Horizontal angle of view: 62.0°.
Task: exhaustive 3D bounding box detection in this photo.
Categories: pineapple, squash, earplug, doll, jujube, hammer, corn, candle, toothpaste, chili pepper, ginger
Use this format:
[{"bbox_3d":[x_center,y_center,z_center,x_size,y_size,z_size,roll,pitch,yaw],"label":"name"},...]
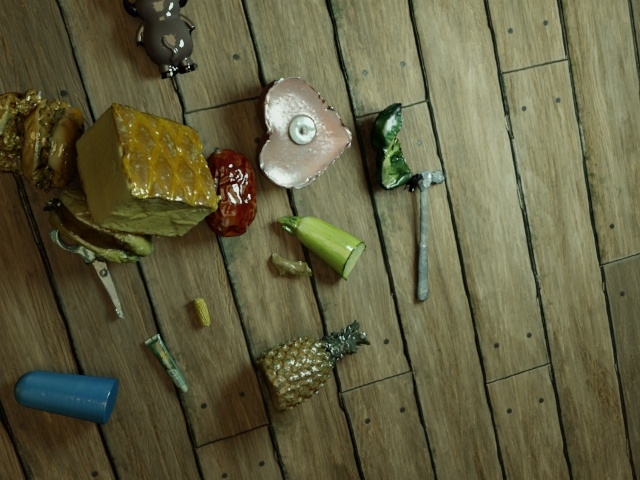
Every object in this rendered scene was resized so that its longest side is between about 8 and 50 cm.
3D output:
[{"bbox_3d":[-0.015,0.368,1.643,0.362,0.202,0.202,-25,101,-13],"label":"pineapple"},{"bbox_3d":[0.010,-0.009,1.628,0.287,0.137,0.137,37,90,-10],"label":"squash"},{"bbox_3d":[-0.749,0.449,1.558,0.273,0.132,0.132,12,95,-8],"label":"earplug"},{"bbox_3d":[-0.431,-0.590,1.481,0.182,0.117,0.257,-18,100,-9],"label":"doll"},{"bbox_3d":[-0.268,-0.137,1.538,0.174,0.174,0.250,0,98,-10],"label":"jujube"},{"bbox_3d":[0.337,-0.011,1.711,0.152,0.044,0.427,-14,107,-35],"label":"hammer"},{"bbox_3d":[-0.364,0.219,1.636,0.037,0.037,0.092,-16,98,-7],"label":"corn"},{"bbox_3d":[-0.055,-0.321,1.580,0.287,0.131,0.317,-4,107,-16],"label":"candle"},{"bbox_3d":[-0.468,0.384,1.643,0.049,0.031,0.204,-31,99,-6],"label":"toothpaste"},{"bbox_3d":[0.207,-0.287,1.622,0.148,0.116,0.265,-30,127,-29],"label":"chili pepper"},{"bbox_3d":[-0.091,0.084,1.665,0.137,0.044,0.057,16,124,-5],"label":"ginger"}]

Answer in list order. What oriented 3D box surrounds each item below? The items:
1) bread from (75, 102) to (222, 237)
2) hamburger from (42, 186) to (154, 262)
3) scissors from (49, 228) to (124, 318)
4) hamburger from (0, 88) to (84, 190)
[{"bbox_3d":[-0.450,-0.169,1.390,0.207,0.279,0.279,-29,73,30],"label":"bread"},{"bbox_3d":[-0.597,-0.042,1.454,0.309,0.211,0.132,32,91,-17],"label":"hamburger"},{"bbox_3d":[-0.651,0.068,1.568,0.191,0.029,0.360,-21,97,-8],"label":"scissors"},{"bbox_3d":[-0.746,-0.251,1.411,0.211,0.245,0.261,10,55,-13],"label":"hamburger"}]
